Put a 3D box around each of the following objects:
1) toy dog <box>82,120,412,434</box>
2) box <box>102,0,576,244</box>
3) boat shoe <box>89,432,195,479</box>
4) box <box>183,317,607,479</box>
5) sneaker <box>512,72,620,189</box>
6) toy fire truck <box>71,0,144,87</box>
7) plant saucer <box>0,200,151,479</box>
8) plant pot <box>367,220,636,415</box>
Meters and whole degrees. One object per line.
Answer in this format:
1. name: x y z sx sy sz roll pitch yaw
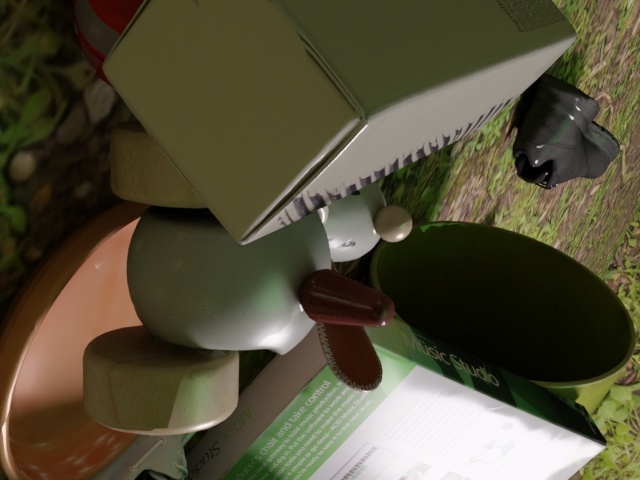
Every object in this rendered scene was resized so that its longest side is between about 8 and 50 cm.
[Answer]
1. toy dog: 0.000 0.000 0.632 0.334 0.160 0.220 -51 147 -52
2. box: 0.028 -0.099 0.549 0.094 0.113 0.275 -44 170 34
3. boat shoe: -0.130 0.163 0.753 0.184 0.063 0.066 -32 143 -53
4. box: 0.063 0.190 0.919 0.322 0.058 0.232 26 115 -36
5. sneaker: 0.323 -0.127 1.458 0.130 0.109 0.286 -58 150 3
6. toy fire truck: -0.033 -0.159 0.510 0.192 0.047 0.135 -36 172 -20
7. plant saucer: -0.135 0.059 0.657 0.200 0.037 0.200 -49 154 -34
8. plant pot: 0.152 0.175 1.145 0.274 0.274 0.294 -35 147 -52
